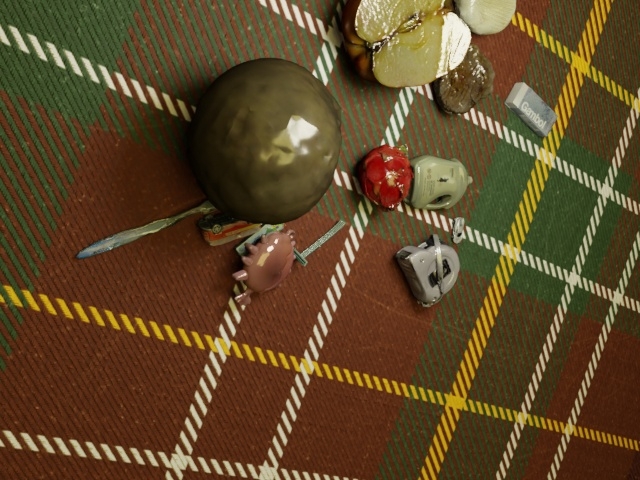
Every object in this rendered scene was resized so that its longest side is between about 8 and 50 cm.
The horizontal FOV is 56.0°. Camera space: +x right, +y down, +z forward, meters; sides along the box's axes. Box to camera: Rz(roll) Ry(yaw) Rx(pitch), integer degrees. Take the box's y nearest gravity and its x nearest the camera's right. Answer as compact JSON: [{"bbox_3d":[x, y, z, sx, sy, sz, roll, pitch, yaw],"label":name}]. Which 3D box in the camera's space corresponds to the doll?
[{"bbox_3d":[-0.156,0.076,1.725,0.262,0.093,0.211,-57,143,-1],"label":"doll"}]

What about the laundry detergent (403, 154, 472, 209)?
[{"bbox_3d":[0.392,-0.191,1.975,0.253,0.091,0.181,-4,103,-27],"label":"laundry detergent"}]

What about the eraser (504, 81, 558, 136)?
[{"bbox_3d":[0.748,-0.461,2.129,0.212,0.046,0.092,32,85,-28],"label":"eraser"}]

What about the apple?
[{"bbox_3d":[0.241,-0.617,1.711,0.365,0.295,0.329,-33,74,-10],"label":"apple"}]

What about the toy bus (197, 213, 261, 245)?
[{"bbox_3d":[-0.253,-0.041,1.685,0.174,0.079,0.077,-20,126,-22],"label":"toy bus"}]

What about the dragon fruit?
[{"bbox_3d":[0.200,-0.197,1.832,0.172,0.172,0.210,14,79,-28],"label":"dragon fruit"}]

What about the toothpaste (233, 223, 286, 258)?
[{"bbox_3d":[-0.176,-0.011,1.754,0.164,0.034,0.046,-40,111,-15],"label":"toothpaste"}]

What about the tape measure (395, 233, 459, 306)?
[{"bbox_3d":[0.371,0.094,2.007,0.197,0.120,0.236,-36,118,-19],"label":"tape measure"}]

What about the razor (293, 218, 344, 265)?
[{"bbox_3d":[-0.001,0.002,1.845,0.191,0.037,0.068,-38,73,-20],"label":"razor"}]

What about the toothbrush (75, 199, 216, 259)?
[{"bbox_3d":[-0.448,-0.033,1.610,0.413,0.042,0.035,-22,73,-21],"label":"toothbrush"}]

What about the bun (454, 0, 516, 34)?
[{"bbox_3d":[0.509,-0.762,1.900,0.231,0.133,0.231,-12,114,-27],"label":"bun"}]

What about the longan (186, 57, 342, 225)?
[{"bbox_3d":[-0.141,-0.247,1.520,0.403,0.436,0.404,-1,127,-2],"label":"longan"}]

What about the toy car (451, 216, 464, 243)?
[{"bbox_3d":[0.477,-0.035,2.086,0.041,0.025,0.093,-5,102,-25],"label":"toy car"}]

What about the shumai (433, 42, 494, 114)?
[{"bbox_3d":[0.456,-0.533,1.919,0.185,0.183,0.218,-54,130,-49],"label":"shumai"}]
